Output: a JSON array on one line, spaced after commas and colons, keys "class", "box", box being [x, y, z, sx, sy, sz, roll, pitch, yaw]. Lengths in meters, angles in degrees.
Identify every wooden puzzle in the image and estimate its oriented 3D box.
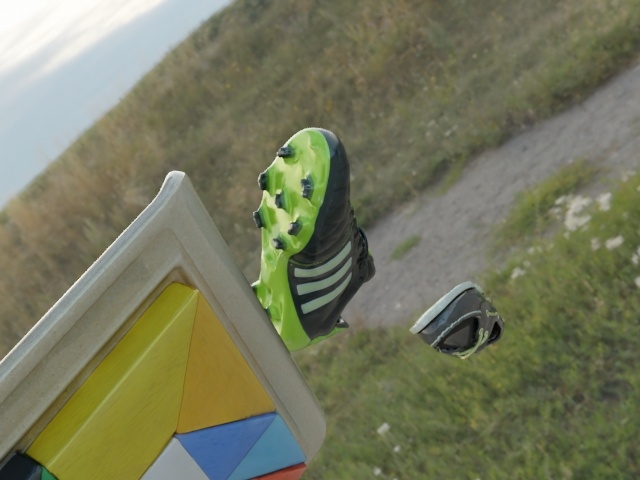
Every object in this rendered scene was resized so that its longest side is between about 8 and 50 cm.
[{"class": "wooden puzzle", "box": [-0.086, 0.120, 0.478, 0.044, 0.221, 0.238, 14, 55, 35]}]

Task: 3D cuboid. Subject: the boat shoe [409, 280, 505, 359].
[{"class": "boat shoe", "box": [0.162, 0.094, 1.093, 0.081, 0.068, 0.228, -41, -13, 15]}]

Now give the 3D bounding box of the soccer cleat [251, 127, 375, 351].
[{"class": "soccer cleat", "box": [0.000, 0.000, 0.571, 0.072, 0.060, 0.178, -14, -37, -23]}]
